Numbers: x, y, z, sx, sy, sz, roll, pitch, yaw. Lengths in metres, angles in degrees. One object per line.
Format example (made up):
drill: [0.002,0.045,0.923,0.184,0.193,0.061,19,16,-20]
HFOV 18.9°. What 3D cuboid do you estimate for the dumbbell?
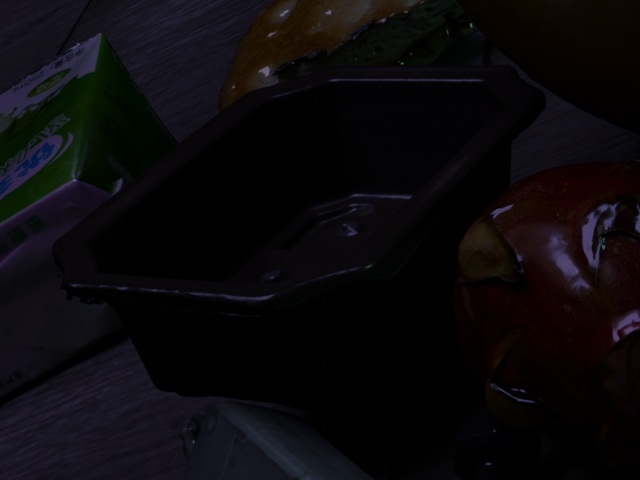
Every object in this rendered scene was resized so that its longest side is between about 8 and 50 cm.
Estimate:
dumbbell: [0.067,0.107,0.792,0.036,0.040,0.083,9,39,14]

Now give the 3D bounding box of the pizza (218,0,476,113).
pizza: [0.027,-0.125,1.265,0.194,0.069,0.154,-17,27,20]

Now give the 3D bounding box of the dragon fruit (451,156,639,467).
dragon fruit: [0.111,0.028,0.819,0.125,0.125,0.246,-37,5,-3]

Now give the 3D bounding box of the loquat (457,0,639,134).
loquat: [0.193,-0.198,0.875,0.328,0.328,0.328,-28,24,13]

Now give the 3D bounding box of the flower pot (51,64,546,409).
flower pot: [0.000,0.000,0.933,0.179,0.084,0.251,4,30,32]

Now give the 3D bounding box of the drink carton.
drink carton: [-0.181,-0.021,1.276,0.161,0.108,0.271,-31,24,12]

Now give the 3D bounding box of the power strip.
power strip: [0.006,0.134,0.764,0.272,0.052,0.078,28,103,64]
